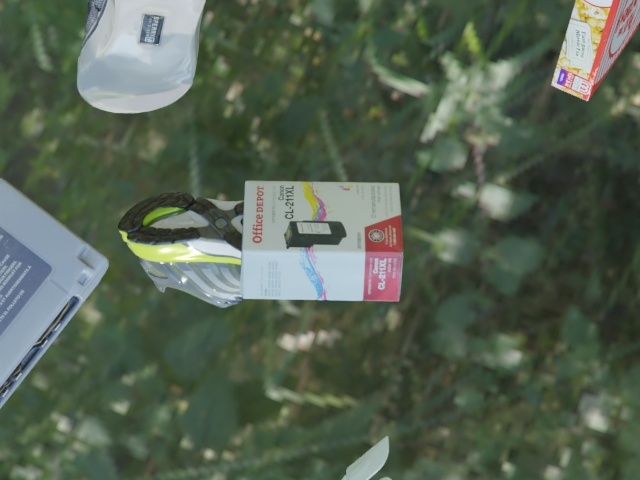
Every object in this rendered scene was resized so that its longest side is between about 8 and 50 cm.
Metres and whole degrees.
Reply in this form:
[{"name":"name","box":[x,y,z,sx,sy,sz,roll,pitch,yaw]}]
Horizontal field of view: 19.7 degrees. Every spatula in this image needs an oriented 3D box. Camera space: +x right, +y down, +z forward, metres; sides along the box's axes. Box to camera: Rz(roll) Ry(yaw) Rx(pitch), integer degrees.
[{"name":"spatula","box":[0.019,0.394,2.534,0.019,0.168,0.242,31,121,-31]}]

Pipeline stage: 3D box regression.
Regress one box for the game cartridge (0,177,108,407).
[{"name":"game cartridge","box":[-0.405,0.083,2.129,0.196,0.294,0.060,37,175,15]}]

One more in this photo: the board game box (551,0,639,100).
[{"name":"board game box","box":[0.295,-0.257,1.834,0.045,0.147,0.193,25,138,14]}]

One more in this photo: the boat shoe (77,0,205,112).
[{"name":"boat shoe","box":[-0.178,-0.267,1.917,0.127,0.158,0.340,7,156,-15]}]

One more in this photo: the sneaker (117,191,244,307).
[{"name":"sneaker","box":[-0.088,0.019,2.182,0.300,0.111,0.121,9,139,26]}]

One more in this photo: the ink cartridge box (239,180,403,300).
[{"name":"ink cartridge box","box":[0.000,0.000,2.022,0.175,0.127,0.072,1,130,-2]}]
